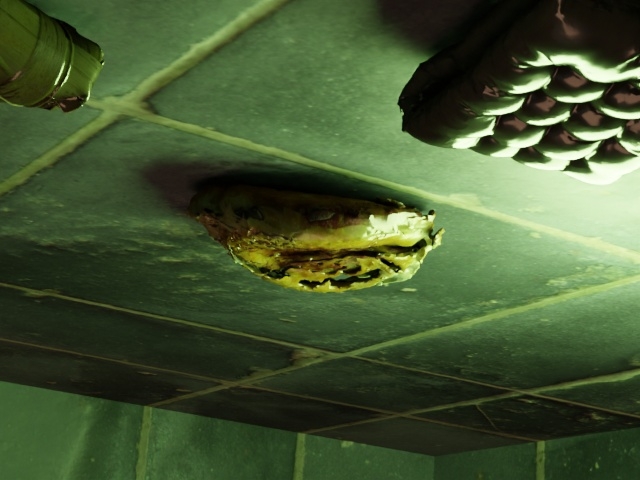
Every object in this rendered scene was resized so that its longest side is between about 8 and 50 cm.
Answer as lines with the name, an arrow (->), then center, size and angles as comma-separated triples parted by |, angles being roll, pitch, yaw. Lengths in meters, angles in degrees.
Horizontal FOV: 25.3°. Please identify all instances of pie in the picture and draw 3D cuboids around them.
pie -> 0.000, -0.001, 1.711 | 0.308, 0.085, 0.308 | 3, 164, 1

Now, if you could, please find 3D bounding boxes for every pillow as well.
pillow -> 0.226, -0.136, 1.199 | 0.228, 0.101, 0.326 | 13, 160, -15

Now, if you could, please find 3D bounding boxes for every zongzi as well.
zongzi -> -0.311, -0.176, 1.251 | 0.178, 0.081, 0.189 | 3, 160, 40
